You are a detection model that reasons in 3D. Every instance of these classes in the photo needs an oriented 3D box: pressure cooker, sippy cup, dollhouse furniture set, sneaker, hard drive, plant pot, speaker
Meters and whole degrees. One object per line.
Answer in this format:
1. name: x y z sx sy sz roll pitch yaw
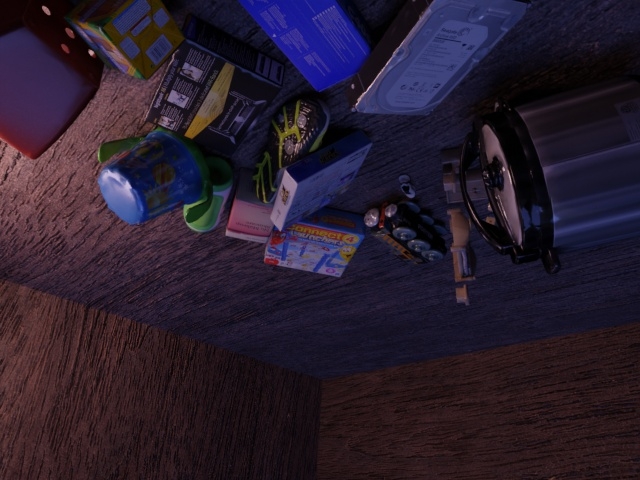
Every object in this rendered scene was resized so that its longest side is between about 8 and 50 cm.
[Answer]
1. pressure cooker: 0.539 -0.156 1.110 0.420 0.370 0.375 -15 119 11
2. sippy cup: -0.461 -0.163 1.312 0.305 0.224 0.240 3 123 35
3. dollhouse furniture set: 0.451 -0.044 1.360 0.174 0.355 0.303 -7 148 17
4. sneaker: 0.269 -0.159 1.497 0.040 0.044 0.109 -13 148 24
5. hard drive: 0.230 -0.389 1.000 0.237 0.064 0.339 -6 157 -31
6. plant pot: -0.615 -0.385 1.025 0.236 0.267 0.267 -21 143 17
7. sneaker: -0.065 -0.249 1.329 0.147 0.145 0.384 -13 160 -34
8. speaker: -0.360 -0.138 1.532 0.131 0.131 0.296 14 149 -16

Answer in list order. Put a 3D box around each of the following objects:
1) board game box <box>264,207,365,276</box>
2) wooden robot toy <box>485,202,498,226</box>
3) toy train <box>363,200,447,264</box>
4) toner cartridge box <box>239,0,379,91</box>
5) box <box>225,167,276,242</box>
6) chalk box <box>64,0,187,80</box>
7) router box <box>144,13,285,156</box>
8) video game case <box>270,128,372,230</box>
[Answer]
1. board game box: -0.028 0.000 1.739 0.308 0.086 0.302 11 146 -9
2. wooden robot toy: 0.515 -0.109 1.322 0.079 0.173 0.076 16 160 41
3. toy train: 0.296 -0.020 1.652 0.190 0.142 0.334 -11 148 42
4. toner cartridge box: -0.035 -0.467 0.967 0.165 0.075 0.348 -17 144 30
5. box: -0.214 -0.107 1.565 0.148 0.127 0.232 11 149 -13
6. chalk box: -0.405 -0.434 0.976 0.213 0.132 0.132 28 164 35
7. router box: -0.265 -0.358 1.179 0.243 0.081 0.309 20 147 -26
8. video game case: -0.003 -0.164 1.342 0.269 0.061 0.244 -32 164 -28
